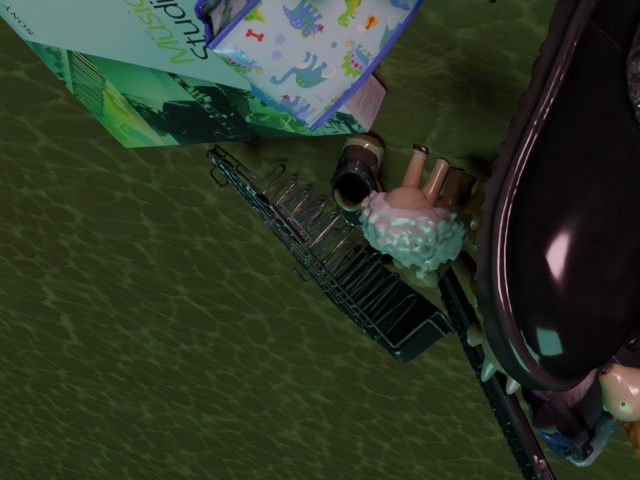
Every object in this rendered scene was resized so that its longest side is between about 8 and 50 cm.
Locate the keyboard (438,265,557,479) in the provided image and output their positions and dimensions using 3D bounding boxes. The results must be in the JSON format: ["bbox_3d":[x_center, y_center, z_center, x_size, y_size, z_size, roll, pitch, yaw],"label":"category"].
[{"bbox_3d":[0.180,0.162,1.582,0.033,0.317,0.201,-26,132,5],"label":"keyboard"}]

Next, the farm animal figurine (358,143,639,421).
[{"bbox_3d":[0.213,0.065,1.411,0.330,0.172,0.327,23,-178,23],"label":"farm animal figurine"}]

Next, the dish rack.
[{"bbox_3d":[0.000,0.000,1.624,0.271,0.074,0.208,48,174,-29],"label":"dish rack"}]

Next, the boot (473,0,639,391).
[{"bbox_3d":[0.250,-0.062,1.083,0.131,0.348,0.260,22,167,-35],"label":"boot"}]

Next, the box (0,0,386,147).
[{"bbox_3d":[-0.129,-0.182,1.504,0.322,0.058,0.232,0,144,41],"label":"box"}]

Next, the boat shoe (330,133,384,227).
[{"bbox_3d":[0.032,-0.051,1.612,0.056,0.049,0.152,19,153,12],"label":"boat shoe"}]

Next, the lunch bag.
[{"bbox_3d":[-0.006,-0.190,1.315,0.151,0.096,0.129,-43,124,18],"label":"lunch bag"}]

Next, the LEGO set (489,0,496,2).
[{"bbox_3d":[0.108,-0.216,1.131,0.182,0.060,0.244,6,170,-26],"label":"LEGO set"}]

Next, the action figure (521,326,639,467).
[{"bbox_3d":[0.320,0.166,1.661,0.330,0.178,0.341,36,174,11],"label":"action figure"}]
